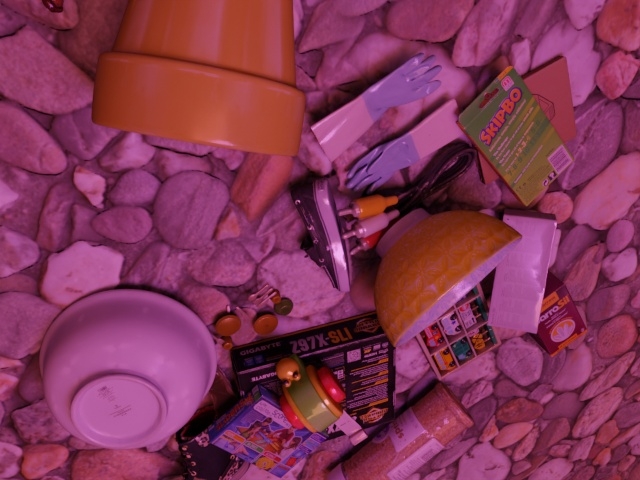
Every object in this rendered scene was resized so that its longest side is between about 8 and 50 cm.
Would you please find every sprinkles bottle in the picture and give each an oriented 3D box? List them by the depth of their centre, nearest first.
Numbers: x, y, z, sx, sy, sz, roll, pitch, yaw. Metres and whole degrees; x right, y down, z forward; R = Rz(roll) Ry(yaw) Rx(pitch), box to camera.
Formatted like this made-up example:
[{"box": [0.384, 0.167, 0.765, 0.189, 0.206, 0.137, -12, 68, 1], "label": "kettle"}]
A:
[{"box": [0.182, 0.484, 1.265, 0.355, 0.121, 0.121, -41, 124, 5], "label": "sprinkles bottle"}]

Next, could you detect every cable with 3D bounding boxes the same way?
[{"box": [0.161, -0.063, 0.971, 0.288, 0.072, 0.139, -24, 135, -7], "label": "cable"}]

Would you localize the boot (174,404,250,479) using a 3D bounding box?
[{"box": [-0.261, 0.453, 1.077, 0.236, 0.085, 0.178, -36, 126, -29], "label": "boot"}]

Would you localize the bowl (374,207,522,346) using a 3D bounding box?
[{"box": [0.190, 0.036, 0.961, 0.290, 0.156, 0.289, -36, 162, -13], "label": "bowl"}]

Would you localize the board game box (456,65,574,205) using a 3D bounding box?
[{"box": [0.345, -0.181, 0.970, 0.124, 0.039, 0.259, -46, 126, 8], "label": "board game box"}]

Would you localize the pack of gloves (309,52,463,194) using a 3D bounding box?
[{"box": [0.112, -0.192, 0.909, 0.232, 0.046, 0.195, -34, 137, 2], "label": "pack of gloves"}]

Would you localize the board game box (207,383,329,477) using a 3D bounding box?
[{"box": [-0.097, 0.371, 1.055, 0.136, 0.035, 0.201, -42, 124, 6], "label": "board game box"}]

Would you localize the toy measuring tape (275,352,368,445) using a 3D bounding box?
[{"box": [0.017, 0.329, 1.026, 0.121, 0.121, 0.330, -35, 124, 1], "label": "toy measuring tape"}]

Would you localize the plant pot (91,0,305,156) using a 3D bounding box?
[{"box": [-0.132, -0.240, 0.669, 0.254, 0.254, 0.238, 6, 102, -24], "label": "plant pot"}]

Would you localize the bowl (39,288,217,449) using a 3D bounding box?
[{"box": [-0.319, 0.239, 0.898, 0.298, 0.134, 0.297, -4, 114, -9], "label": "bowl"}]

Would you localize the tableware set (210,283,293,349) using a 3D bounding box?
[{"box": [-0.128, 0.145, 1.014, 0.154, 0.024, 0.104, -39, 128, 3], "label": "tableware set"}]

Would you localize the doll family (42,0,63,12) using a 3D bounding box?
[{"box": [-0.338, -0.342, 0.623, 0.193, 0.076, 0.111, 27, 102, -34], "label": "doll family"}]

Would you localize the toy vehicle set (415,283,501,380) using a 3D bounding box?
[{"box": [0.280, 0.173, 1.174, 0.166, 0.035, 0.266, -31, 125, -1], "label": "toy vehicle set"}]

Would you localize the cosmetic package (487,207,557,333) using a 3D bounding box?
[{"box": [0.399, 0.060, 1.094, 0.099, 0.060, 0.238, 8, 110, 15], "label": "cosmetic package"}]

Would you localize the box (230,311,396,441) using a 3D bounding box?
[{"box": [-0.005, 0.297, 1.114, 0.322, 0.079, 0.256, -13, 123, -13], "label": "box"}]

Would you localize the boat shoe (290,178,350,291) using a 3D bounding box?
[{"box": [0.000, 0.000, 0.950, 0.076, 0.080, 0.228, -10, 128, 9], "label": "boat shoe"}]

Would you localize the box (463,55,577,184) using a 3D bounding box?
[{"box": [0.365, -0.214, 0.993, 0.201, 0.021, 0.164, -28, 124, -3], "label": "box"}]

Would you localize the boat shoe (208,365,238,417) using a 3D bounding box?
[{"box": [-0.191, 0.289, 1.057, 0.050, 0.045, 0.135, -17, 120, -6], "label": "boat shoe"}]

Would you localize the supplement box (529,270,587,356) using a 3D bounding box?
[{"box": [0.507, 0.160, 1.225, 0.104, 0.080, 0.188, -38, 124, 3], "label": "supplement box"}]
